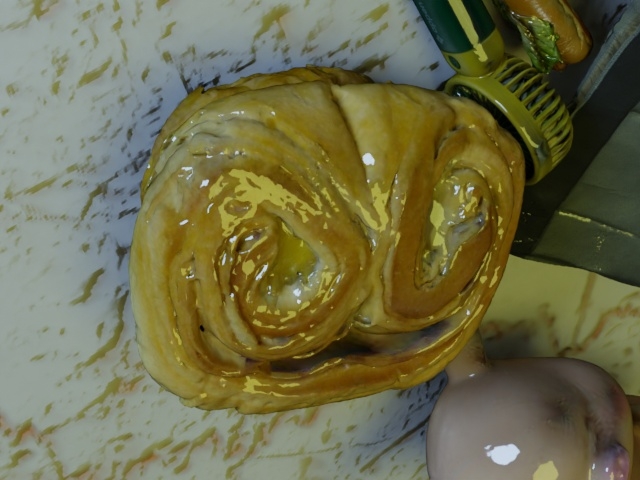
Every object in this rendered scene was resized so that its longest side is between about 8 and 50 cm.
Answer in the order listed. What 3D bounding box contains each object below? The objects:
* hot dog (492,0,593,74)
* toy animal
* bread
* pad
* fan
[{"bbox_3d":[0.120,-0.138,0.762,0.041,0.056,0.133,-40,135,10],"label":"hot dog"},{"bbox_3d":[0.175,0.160,0.928,0.250,0.166,0.154,25,145,-35],"label":"toy animal"},{"bbox_3d":[0.000,0.003,0.737,0.236,0.120,0.198,-5,120,-28],"label":"bread"},{"bbox_3d":[0.228,-0.055,0.828,0.174,0.022,0.233,14,132,-14],"label":"pad"},{"bbox_3d":[0.098,-0.102,0.762,0.039,0.082,0.155,-41,121,-11],"label":"fan"}]
